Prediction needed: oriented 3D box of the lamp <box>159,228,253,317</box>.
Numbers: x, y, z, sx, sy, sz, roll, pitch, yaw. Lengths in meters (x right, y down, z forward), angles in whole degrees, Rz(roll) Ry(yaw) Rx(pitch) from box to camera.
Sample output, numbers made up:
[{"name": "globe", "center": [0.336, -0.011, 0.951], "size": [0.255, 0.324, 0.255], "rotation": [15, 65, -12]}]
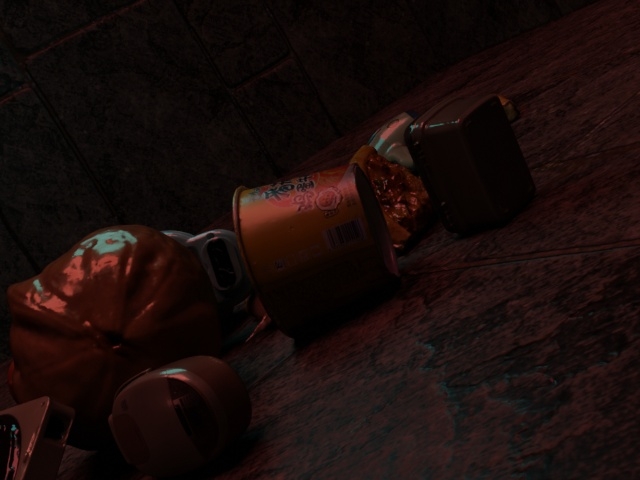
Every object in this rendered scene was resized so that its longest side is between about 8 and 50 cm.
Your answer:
[{"name": "lamp", "center": [-0.248, 0.077, 1.733], "size": [0.284, 0.209, 0.147], "rotation": [-24, -9, 21]}]

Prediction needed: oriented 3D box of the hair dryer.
[{"name": "hair dryer", "center": [0.135, -0.155, 2.248], "size": [0.296, 0.119, 0.298], "rotation": [-41, 18, 22]}]

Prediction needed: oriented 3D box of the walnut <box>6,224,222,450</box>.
[{"name": "walnut", "center": [-0.315, 0.150, 1.480], "size": [0.381, 0.381, 0.381], "rotation": [-29, 10, 6]}]

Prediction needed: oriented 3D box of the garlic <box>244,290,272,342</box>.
[{"name": "garlic", "center": [-0.089, 0.112, 1.736], "size": [0.128, 0.090, 0.198], "rotation": [-45, 16, 6]}]

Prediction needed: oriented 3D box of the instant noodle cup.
[{"name": "instant noodle cup", "center": [0.000, 0.000, 1.542], "size": [0.200, 0.264, 0.264], "rotation": [-21, 12, 11]}]

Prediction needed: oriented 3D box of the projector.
[{"name": "projector", "center": [-0.455, 0.350, 1.289], "size": [0.259, 0.079, 0.257], "rotation": [-23, 44, 42]}]

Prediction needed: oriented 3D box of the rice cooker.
[{"name": "rice cooker", "center": [-0.181, 0.226, 1.242], "size": [0.206, 0.145, 0.127], "rotation": [-25, -1, 44]}]

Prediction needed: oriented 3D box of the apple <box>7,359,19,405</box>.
[{"name": "apple", "center": [-0.501, 0.271, 1.860], "size": [0.199, 0.199, 0.199], "rotation": [-29, 10, 6]}]

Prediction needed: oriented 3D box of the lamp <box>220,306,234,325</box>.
[{"name": "lamp", "center": [-0.263, 0.101, 1.910], "size": [0.223, 0.196, 0.223], "rotation": [-20, 53, 29]}]

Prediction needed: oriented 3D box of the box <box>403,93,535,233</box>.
[{"name": "box", "center": [0.241, -0.125, 1.546], "size": [0.148, 0.210, 0.129], "rotation": [-38, 20, -35]}]

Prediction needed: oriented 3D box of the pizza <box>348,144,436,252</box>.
[{"name": "pizza", "center": [0.146, -0.083, 1.772], "size": [0.292, 0.197, 0.058], "rotation": [-102, 27, -46]}]

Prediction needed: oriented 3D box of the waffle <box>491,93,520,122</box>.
[{"name": "waffle", "center": [0.351, -0.274, 2.346], "size": [0.248, 0.055, 0.221], "rotation": [-31, 12, 5]}]
